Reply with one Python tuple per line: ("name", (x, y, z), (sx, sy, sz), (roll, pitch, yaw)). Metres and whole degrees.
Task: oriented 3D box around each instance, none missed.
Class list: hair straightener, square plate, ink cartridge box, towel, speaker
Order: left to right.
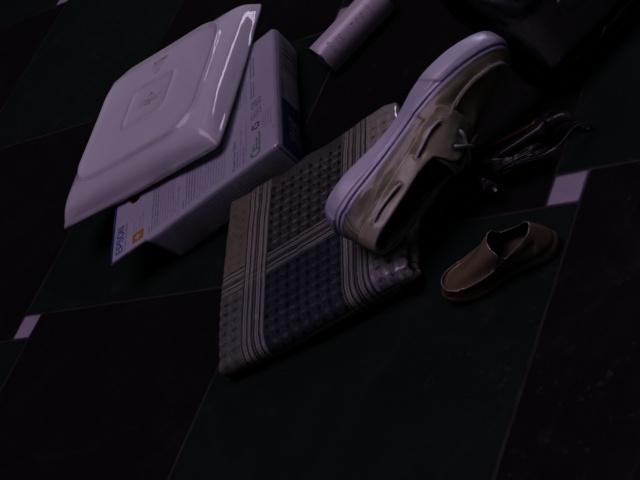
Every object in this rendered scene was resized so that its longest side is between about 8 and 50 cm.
("square plate", (-0.260, -0.209, 2.146), (0.347, 0.049, 0.344), (-24, 37, 33))
("ink cartridge box", (-0.171, -0.131, 2.057), (0.330, 0.071, 0.324), (-35, 33, 23))
("towel", (0.000, 0.000, 1.745), (0.312, 0.056, 0.324), (-31, 37, 28))
("speaker", (0.048, -0.316, 2.023), (0.136, 0.055, 0.055), (-47, 32, -2))
("hair straightener", (0.214, -0.083, 1.594), (0.230, 0.047, 0.089), (-23, 39, 25))

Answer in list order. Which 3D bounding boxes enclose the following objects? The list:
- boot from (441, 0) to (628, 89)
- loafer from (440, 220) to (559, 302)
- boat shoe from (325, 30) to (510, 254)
("boot", (0.301, -0.456, 1.688), (0.445, 0.146, 0.367), (-47, 65, 1))
("loafer", (0.190, 0.018, 1.493), (0.148, 0.050, 0.056), (-31, 35, 23))
("boat shoe", (0.134, -0.109, 1.596), (0.094, 0.109, 0.302), (39, 91, 34))
